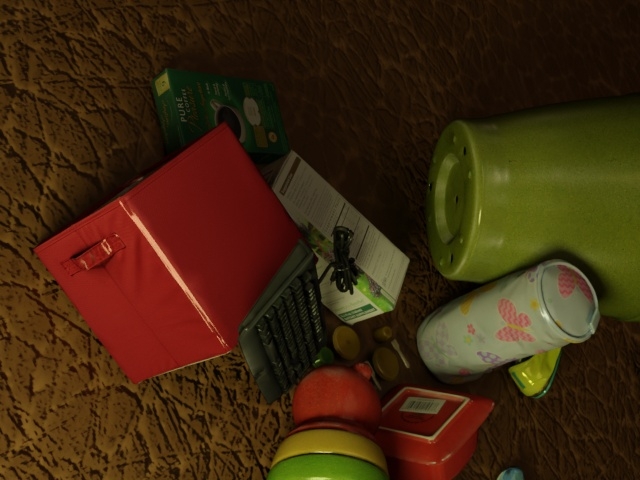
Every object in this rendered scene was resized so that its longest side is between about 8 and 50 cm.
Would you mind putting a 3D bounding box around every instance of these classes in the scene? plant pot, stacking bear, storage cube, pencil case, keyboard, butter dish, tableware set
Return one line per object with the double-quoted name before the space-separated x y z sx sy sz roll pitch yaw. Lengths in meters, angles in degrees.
"plant pot" 0.354 -0.056 1.484 0.353 0.366 0.366 3 67 -11
"stacking bear" 0.014 0.280 1.175 0.164 0.175 0.289 38 40 -34
"storage cube" -0.157 0.017 1.099 0.193 0.184 0.215 56 43 -12
"pencil case" 0.255 0.120 1.388 0.113 0.273 0.124 -38 93 -39
"keyboard" -0.012 0.076 1.125 0.033 0.317 0.201 31 74 13
"butter dish" 0.137 0.274 1.313 0.160 0.160 0.118 -36 120 -45
"tableware set" 0.051 0.160 1.352 0.154 0.024 0.104 -28 89 -45

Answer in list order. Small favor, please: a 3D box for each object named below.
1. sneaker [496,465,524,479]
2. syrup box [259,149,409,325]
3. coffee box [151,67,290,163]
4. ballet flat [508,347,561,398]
"sneaker" 0.301 0.406 1.442 0.063 0.073 0.162 4 69 -42
"syrup box" 0.000 0.000 1.321 0.237 0.093 0.096 41 49 -23
"coffee box" -0.128 -0.160 1.308 0.184 0.040 0.113 -3 74 -45
"ballet flat" 0.364 0.155 1.620 0.077 0.077 0.231 40 49 -2
